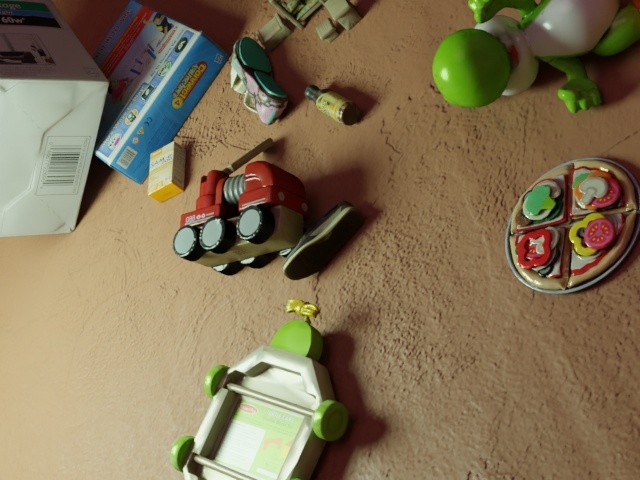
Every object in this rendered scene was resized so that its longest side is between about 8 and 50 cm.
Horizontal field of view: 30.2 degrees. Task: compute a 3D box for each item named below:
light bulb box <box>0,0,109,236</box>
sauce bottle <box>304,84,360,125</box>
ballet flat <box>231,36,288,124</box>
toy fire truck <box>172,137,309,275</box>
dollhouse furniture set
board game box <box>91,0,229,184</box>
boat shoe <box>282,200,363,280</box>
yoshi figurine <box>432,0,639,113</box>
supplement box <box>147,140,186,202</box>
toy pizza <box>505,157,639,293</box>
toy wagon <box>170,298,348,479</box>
[{"bbox_3d":[-0.609,-0.252,2.309,0.361,0.225,0.358,52,133,40],"label":"light bulb box"},{"bbox_3d":[0.017,-0.229,1.983,0.042,0.042,0.128,-55,39,0],"label":"sauce bottle"},{"bbox_3d":[-0.120,-0.282,2.130,0.079,0.076,0.221,-58,38,26],"label":"ballet flat"},{"bbox_3d":[-0.114,-0.081,1.948,0.217,0.158,0.246,-15,65,37],"label":"toy fire truck"},{"bbox_3d":[-0.045,-0.401,2.108,0.182,0.101,0.161,-40,43,16],"label":"dollhouse furniture set"},{"bbox_3d":[-0.365,-0.301,2.351,0.308,0.086,0.302,-55,41,-1],"label":"board game box"},{"bbox_3d":[0.000,0.000,1.841,0.152,0.056,0.049,-40,37,2],"label":"boat shoe"},{"bbox_3d":[0.301,-0.279,1.645,0.362,0.203,0.204,-27,55,32],"label":"yoshi figurine"},{"bbox_3d":[-0.284,-0.127,2.197,0.062,0.036,0.098,-25,49,29],"label":"supplement box"},{"bbox_3d":[0.328,-0.025,1.565,0.201,0.032,0.201,-23,50,31],"label":"toy pizza"},{"bbox_3d":[-0.072,0.253,1.726,0.267,0.068,0.344,11,71,46],"label":"toy wagon"}]
